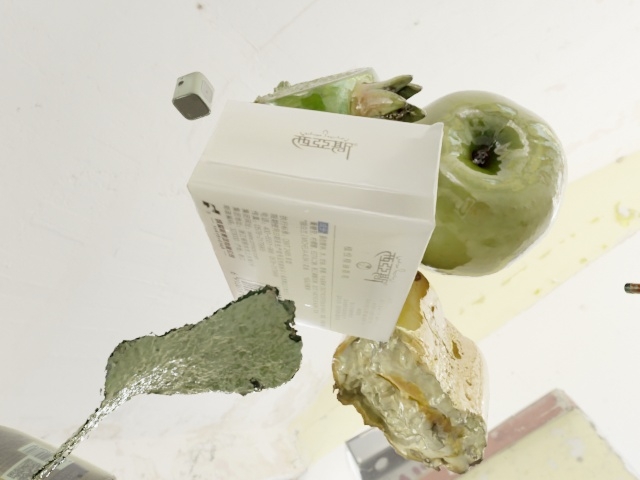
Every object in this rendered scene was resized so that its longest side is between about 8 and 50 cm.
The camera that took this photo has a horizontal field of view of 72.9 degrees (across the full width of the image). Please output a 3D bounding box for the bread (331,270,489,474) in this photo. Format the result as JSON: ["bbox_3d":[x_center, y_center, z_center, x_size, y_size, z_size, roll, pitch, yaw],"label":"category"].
[{"bbox_3d":[0.204,0.272,1.000,0.250,0.361,0.394,-35,7,27],"label":"bread"}]

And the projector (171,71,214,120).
[{"bbox_3d":[-0.332,-0.378,1.136,0.083,0.082,0.083,-11,-32,18],"label":"projector"}]

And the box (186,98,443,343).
[{"bbox_3d":[0.001,-0.002,0.475,0.203,0.116,0.274,10,-31,7],"label":"box"}]

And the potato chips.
[{"bbox_3d":[-0.126,0.121,0.355,0.228,0.059,0.167,-17,-29,-17],"label":"potato chips"}]

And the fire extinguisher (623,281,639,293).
[{"bbox_3d":[0.589,0.084,0.772,0.028,0.022,0.083,-55,14,-15],"label":"fire extinguisher"}]

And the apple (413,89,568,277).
[{"bbox_3d":[0.357,-0.123,1.091,0.473,0.474,0.474,-21,-35,-16],"label":"apple"}]

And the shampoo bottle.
[{"bbox_3d":[-0.445,0.295,0.561,0.125,0.350,0.084,-44,-32,-70],"label":"shampoo bottle"}]

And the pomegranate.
[{"bbox_3d":[0.023,-0.195,0.812,0.309,0.358,0.216,-35,-55,-45],"label":"pomegranate"}]
